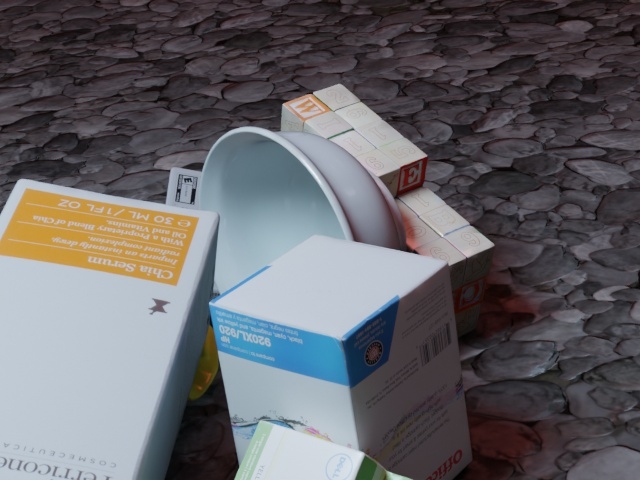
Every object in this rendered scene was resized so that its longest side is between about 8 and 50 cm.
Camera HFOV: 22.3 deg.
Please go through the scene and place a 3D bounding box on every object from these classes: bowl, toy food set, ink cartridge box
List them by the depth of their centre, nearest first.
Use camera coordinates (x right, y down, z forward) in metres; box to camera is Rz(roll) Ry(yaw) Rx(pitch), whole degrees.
[{"bbox_3d":[0.017,0.268,1.404,0.235,0.056,0.171,12,72,37],"label":"ink cartridge box"},{"bbox_3d":[0.023,0.142,1.563,0.168,0.233,0.171,11,31,37],"label":"ink cartridge box"},{"bbox_3d":[0.000,0.000,1.796,0.134,0.298,0.298,-22,29,-33],"label":"bowl"},{"bbox_3d":[-0.186,0.129,1.850,0.128,0.071,0.218,15,25,-11],"label":"toy food set"}]

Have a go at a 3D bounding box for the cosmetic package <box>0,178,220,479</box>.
[{"bbox_3d":[-0.252,0.140,1.591,0.230,0.161,0.453,9,37,1],"label":"cosmetic package"}]

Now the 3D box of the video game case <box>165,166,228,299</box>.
[{"bbox_3d":[-0.098,-0.002,1.982,0.193,0.023,0.212,9,41,-6],"label":"video game case"}]

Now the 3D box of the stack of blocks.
[{"bbox_3d":[0.069,-0.030,1.890,0.087,0.171,0.297,-22,48,-30],"label":"stack of blocks"}]
